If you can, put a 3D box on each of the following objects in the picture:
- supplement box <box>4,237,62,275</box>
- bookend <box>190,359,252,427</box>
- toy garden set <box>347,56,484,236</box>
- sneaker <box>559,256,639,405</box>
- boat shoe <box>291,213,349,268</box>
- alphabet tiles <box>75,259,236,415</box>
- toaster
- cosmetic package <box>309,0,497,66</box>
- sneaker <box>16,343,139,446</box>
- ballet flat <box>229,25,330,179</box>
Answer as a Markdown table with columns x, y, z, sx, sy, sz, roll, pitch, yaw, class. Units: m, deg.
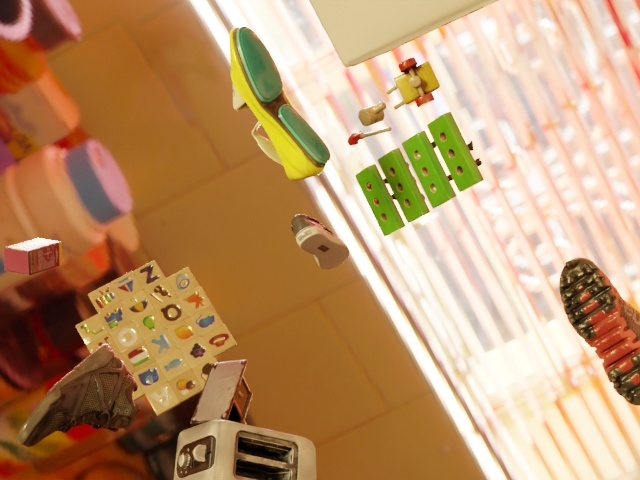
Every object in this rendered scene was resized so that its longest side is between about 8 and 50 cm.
| x | y | z | sx | sy | sz | roll | pitch | yaw | class |
| --- | --- | --- | --- | --- | --- | --- | --- | --- | --- |
| -0.478 | 0.026 | 1.946 | 0.083 | 0.055 | 0.043 | -23 | 119 | -59 | supplement box |
| -0.161 | 0.333 | 2.161 | 0.156 | 0.072 | 0.157 | -72 | 149 | -51 | bookend |
| 0.132 | -0.140 | 1.732 | 0.244 | 0.049 | 0.204 | -32 | -97 | 55 | toy garden set |
| 0.508 | 0.148 | 2.021 | 0.276 | 0.097 | 0.135 | 59 | 30 | 6 | sneaker |
| 0.000 | 0.000 | 1.601 | 0.040 | 0.049 | 0.142 | 60 | 8 | 25 | boat shoe |
| -0.364 | 0.210 | 2.589 | 0.342 | 0.285 | 0.011 | 55 | -16 | 25 | alphabet tiles |
| -0.095 | 0.335 | 1.512 | 0.185 | 0.110 | 0.168 | 18 | 61 | -26 | toaster |
| 0.108 | -0.485 | 1.429 | 0.394 | 0.327 | 0.329 | 60 | 23 | -16 | cosmetic package |
| -0.373 | 0.272 | 1.863 | 0.130 | 0.087 | 0.227 | 45 | 42 | 3 | sneaker |
| -0.076 | -0.181 | 1.615 | 0.231 | 0.077 | 0.077 | 57 | 36 | -8 | ballet flat |
